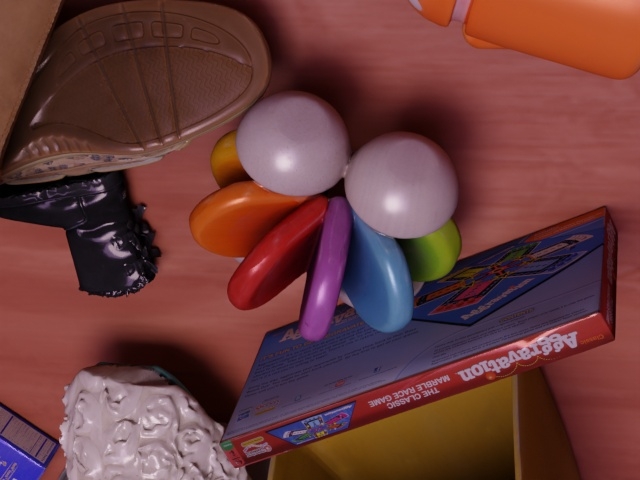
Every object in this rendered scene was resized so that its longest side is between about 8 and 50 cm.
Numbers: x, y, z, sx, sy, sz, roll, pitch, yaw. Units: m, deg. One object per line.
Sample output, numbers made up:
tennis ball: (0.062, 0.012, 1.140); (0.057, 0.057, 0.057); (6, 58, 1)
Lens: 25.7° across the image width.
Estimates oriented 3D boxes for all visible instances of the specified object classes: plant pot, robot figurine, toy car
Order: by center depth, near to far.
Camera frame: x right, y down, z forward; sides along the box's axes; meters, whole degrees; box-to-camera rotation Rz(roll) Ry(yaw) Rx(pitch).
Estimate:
robot figurine: (0.138, -0.172, 0.840); (0.219, 0.158, 0.128); (18, 97, 3)
toy car: (0.000, 0.000, 0.936); (0.182, 0.136, 0.159); (21, 148, 1)
plant pot: (0.096, 0.220, 1.024); (0.212, 0.212, 0.187); (-25, 123, 23)

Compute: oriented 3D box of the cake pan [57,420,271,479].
cake pan: (-0.100, 0.284, 1.177); (0.293, 0.054, 0.293); (6, 119, 11)

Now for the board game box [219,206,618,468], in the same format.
board game box: (0.069, 0.067, 0.971); (0.281, 0.145, 0.027); (-22, 113, 23)

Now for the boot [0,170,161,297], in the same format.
boot: (-0.184, -0.005, 1.053); (0.121, 0.045, 0.099); (-7, 118, 16)

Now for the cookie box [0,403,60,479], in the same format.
cookie box: (-0.287, 0.179, 1.173); (0.107, 0.040, 0.092); (36, 119, -6)

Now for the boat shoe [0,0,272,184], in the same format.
boat shoe: (-0.162, -0.098, 0.984); (0.285, 0.089, 0.104); (-12, 87, 16)

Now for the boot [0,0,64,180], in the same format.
boot: (-0.286, -0.115, 0.936); (0.236, 0.089, 0.269); (12, 85, 13)

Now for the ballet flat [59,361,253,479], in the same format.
ballet flat: (-0.095, 0.287, 1.071); (0.147, 0.147, 0.409); (-12, 113, 19)
